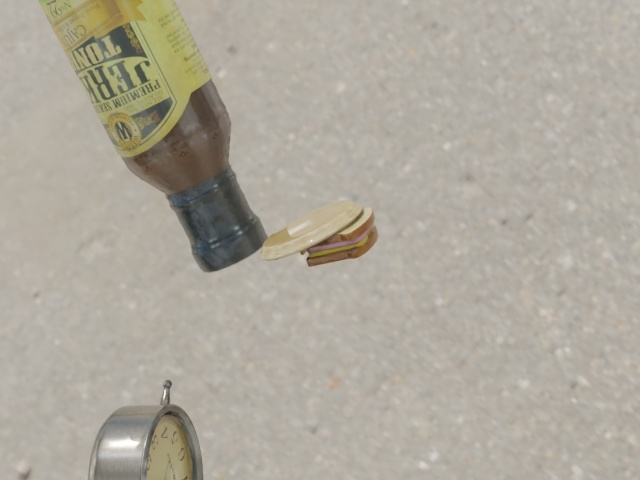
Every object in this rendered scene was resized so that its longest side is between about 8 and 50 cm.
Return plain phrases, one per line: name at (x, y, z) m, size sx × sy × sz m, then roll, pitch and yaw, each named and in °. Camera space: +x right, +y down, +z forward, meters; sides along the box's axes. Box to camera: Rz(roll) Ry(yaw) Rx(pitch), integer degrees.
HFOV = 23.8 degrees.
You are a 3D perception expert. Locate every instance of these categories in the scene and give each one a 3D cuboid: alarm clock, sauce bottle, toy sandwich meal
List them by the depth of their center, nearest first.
toy sandwich meal at (0.000, 0.000, 1.022) m, size 0.085 × 0.029 × 0.085 m, roll -26°, pitch 12°, yaw 6°
alarm clock at (-0.146, 0.206, 1.206) m, size 0.064 × 0.129 × 0.192 m, roll -5°, pitch 24°, yaw 13°
sauce bottle at (-0.149, -0.135, 1.353) m, size 0.111 × 0.344 × 0.111 m, roll -26°, pitch 13°, yaw 6°
